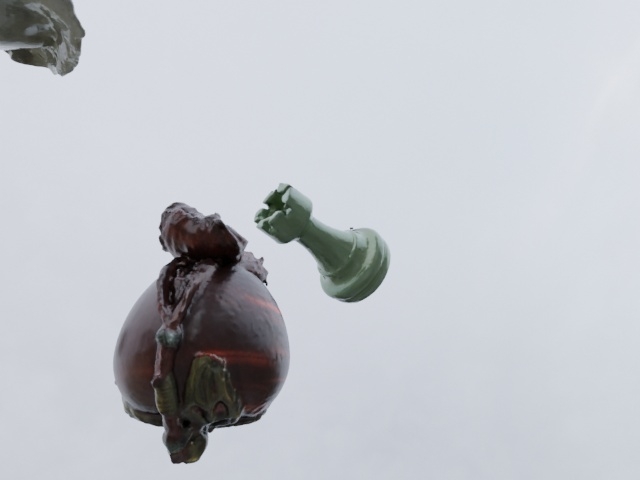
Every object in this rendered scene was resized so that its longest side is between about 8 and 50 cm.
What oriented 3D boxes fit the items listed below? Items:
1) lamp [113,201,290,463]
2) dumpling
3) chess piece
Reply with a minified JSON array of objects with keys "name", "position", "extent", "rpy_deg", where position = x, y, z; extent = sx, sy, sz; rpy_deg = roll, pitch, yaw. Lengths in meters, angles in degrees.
[{"name":"lamp","position":[-0.095,0.087,0.441],"extent":[0.151,0.223,0.215],"rpy_deg":[17,-22,8]},{"name":"dumpling","position":[-0.285,-0.219,0.413],"extent":[0.188,0.108,0.127],"rpy_deg":[28,-20,-6]},{"name":"chess piece","position":[0.000,0.000,1.061],"extent":[0.195,0.194,0.299],"rpy_deg":[-40,-58,22]}]
